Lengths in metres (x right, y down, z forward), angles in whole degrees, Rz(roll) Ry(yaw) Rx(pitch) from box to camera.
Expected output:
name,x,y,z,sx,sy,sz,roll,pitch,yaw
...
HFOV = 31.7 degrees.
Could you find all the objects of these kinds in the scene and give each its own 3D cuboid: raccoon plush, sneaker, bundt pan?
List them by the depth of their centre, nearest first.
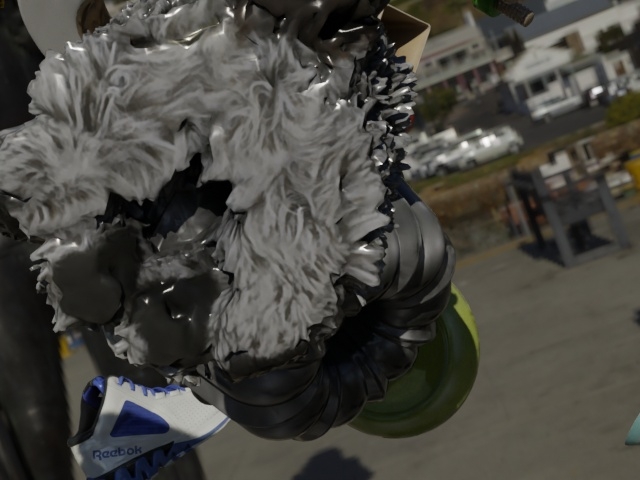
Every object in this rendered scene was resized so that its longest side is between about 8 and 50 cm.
name,x,y,z,sx,sy,sz,roll,pitch,yaw
raccoon plush,-0.015,-0.097,0.712,0.446,0.216,0.299,-46,7,9
bundt pan,0.013,0.079,1.168,0.331,0.124,0.331,-32,-34,-26
sneaker,-0.281,0.273,1.822,0.315,0.182,0.127,-35,6,-34

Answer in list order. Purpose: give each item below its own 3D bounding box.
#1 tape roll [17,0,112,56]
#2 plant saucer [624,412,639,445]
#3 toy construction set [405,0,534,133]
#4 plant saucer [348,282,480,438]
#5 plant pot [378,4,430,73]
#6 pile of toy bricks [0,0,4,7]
name,x,y,z,sx,sy,sz,roll,pitch,yaw
tape roll,-0.225,-0.284,1.541,0.392,0.392,0.072,-18,40,50
plant saucer,0.461,0.239,1.550,0.119,0.021,0.119,-40,-30,-28
toy construction set,0.039,-0.254,1.036,0.309,0.237,0.257,-33,-33,-30
plant saucer,0.083,0.140,1.456,0.241,0.241,0.037,-20,-5,20
plant pot,0.095,-0.321,1.839,0.109,0.109,0.096,16,4,-41
pile of toy bricks,-0.509,-0.388,1.700,0.105,0.118,0.212,-9,-31,-26
